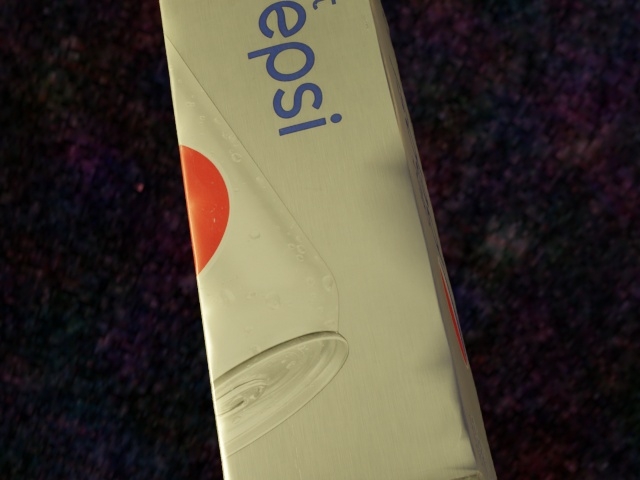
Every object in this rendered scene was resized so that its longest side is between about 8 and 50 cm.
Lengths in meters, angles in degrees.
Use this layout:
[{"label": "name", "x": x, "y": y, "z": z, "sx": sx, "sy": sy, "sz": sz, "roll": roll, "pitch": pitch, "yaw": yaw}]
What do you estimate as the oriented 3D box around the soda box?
[{"label": "soda box", "x": 0.000, "y": 0.000, "z": 0.673, "sx": 0.098, "sy": 0.091, "sz": 0.286, "roll": -15, "pitch": 57, "yaw": 7}]
